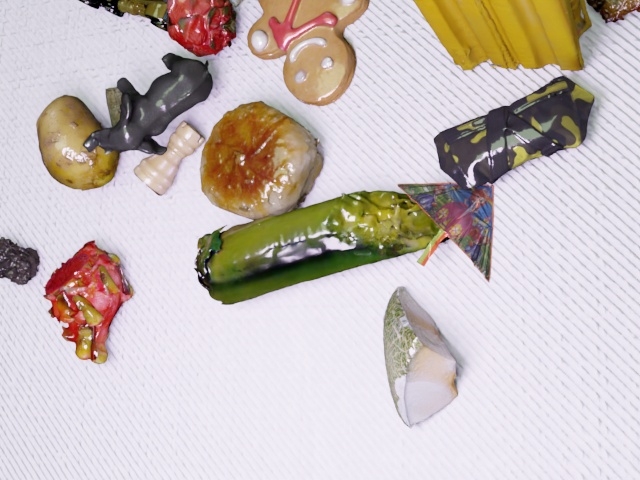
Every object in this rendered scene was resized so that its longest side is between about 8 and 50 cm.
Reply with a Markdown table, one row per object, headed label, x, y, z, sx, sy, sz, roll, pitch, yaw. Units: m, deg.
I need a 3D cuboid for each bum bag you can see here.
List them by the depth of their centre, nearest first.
| label | x | y | z | sx | sy | sz | roll | pitch | yaw |
| --- | --- | --- | --- | --- | --- | --- | --- | --- | --- |
| bum bag | 0.273 | -0.148 | 1.301 | 0.232 | 0.060 | 0.107 | -23 | 70 | 20 |

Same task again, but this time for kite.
| label | x | y | z | sx | sy | sz | roll | pitch | yaw |
| --- | --- | --- | --- | --- | --- | --- | --- | --- | --- |
| kite | 0.190 | -0.024 | 1.317 | 0.159 | 0.010 | 0.190 | -41 | 86 | -12 |

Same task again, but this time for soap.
| label | x | y | z | sx | sy | sz | roll | pitch | yaw |
| --- | --- | --- | --- | --- | --- | --- | --- | --- | --- |
| soap | 0.234 | -0.326 | 1.214 | 0.204 | 0.324 | 0.096 | 8 | 78 | 25 |

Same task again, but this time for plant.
| label | x | y | z | sx | sy | sz | roll | pitch | yaw |
| --- | --- | --- | --- | --- | --- | --- | --- | --- | --- |
| plant | -0.575 | 0.030 | 1.665 | 0.174 | 0.087 | 0.085 | 17 | 52 | 31 |

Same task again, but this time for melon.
| label | x | y | z | sx | sy | sz | roll | pitch | yaw |
| --- | --- | --- | --- | --- | --- | --- | --- | --- | --- |
| melon | 0.134 | 0.149 | 1.283 | 0.093 | 0.139 | 0.202 | -9 | 72 | 1 |

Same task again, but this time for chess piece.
| label | x | y | z | sx | sy | sz | roll | pitch | yaw |
| --- | --- | --- | --- | --- | --- | --- | --- | --- | --- |
| chess piece | -0.248 | -0.139 | 1.553 | 0.122 | 0.066 | 0.066 | -46 | 64 | 4 |

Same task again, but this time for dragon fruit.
| label | x | y | z | sx | sy | sz | roll | pitch | yaw |
| --- | --- | --- | --- | --- | --- | --- | --- | --- | --- |
| dragon fruit | -0.385 | 0.103 | 1.533 | 0.133 | 0.150 | 0.208 | -24 | 74 | 51 |
| dragon fruit | -0.197 | -0.375 | 1.536 | 0.121 | 0.130 | 0.142 | -20 | 79 | -20 |

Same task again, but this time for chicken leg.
| label | x | y | z | sx | sy | sz | roll | pitch | yaw |
| --- | --- | --- | --- | --- | --- | --- | --- | --- | --- |
| chicken leg | 0.432 | -0.322 | 1.275 | 0.145 | 0.037 | 0.062 | 20 | 110 | 28 |

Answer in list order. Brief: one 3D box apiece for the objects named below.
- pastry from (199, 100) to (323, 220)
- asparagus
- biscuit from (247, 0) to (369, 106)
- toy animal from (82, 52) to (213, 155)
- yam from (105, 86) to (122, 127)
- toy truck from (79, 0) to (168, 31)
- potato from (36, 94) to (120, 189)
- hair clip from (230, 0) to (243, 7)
| label | x | y | z | sx | sy | sz | roll | pitch | yaw |
| --- | --- | --- | --- | --- | --- | --- | --- | --- | --- |
| pastry | -0.101 | -0.120 | 1.457 | 0.192 | 0.093 | 0.182 | 32 | 97 | 27 |
| asparagus | 0.000 | 0.000 | 1.370 | 0.382 | 0.128 | 0.108 | -16 | 31 | 20 |
| biscuit | -0.030 | -0.377 | 1.503 | 0.216 | 0.047 | 0.340 | -17 | 72 | 23 |
| toy animal | -0.281 | -0.222 | 1.513 | 0.245 | 0.114 | 0.146 | -49 | 36 | -2 |
| yam | -0.350 | -0.226 | 1.627 | 0.043 | 0.043 | 0.094 | -21 | 73 | 21 |
| toy truck | -0.339 | -0.461 | 1.627 | 0.257 | 0.127 | 0.127 | 24 | 89 | 24 |
| potato | -0.424 | -0.164 | 1.603 | 0.137 | 0.137 | 0.176 | -46 | 61 | 10 |
| hair clip | -0.082 | -0.441 | 1.491 | 0.173 | 0.049 | 0.049 | -38 | 66 | 12 |
